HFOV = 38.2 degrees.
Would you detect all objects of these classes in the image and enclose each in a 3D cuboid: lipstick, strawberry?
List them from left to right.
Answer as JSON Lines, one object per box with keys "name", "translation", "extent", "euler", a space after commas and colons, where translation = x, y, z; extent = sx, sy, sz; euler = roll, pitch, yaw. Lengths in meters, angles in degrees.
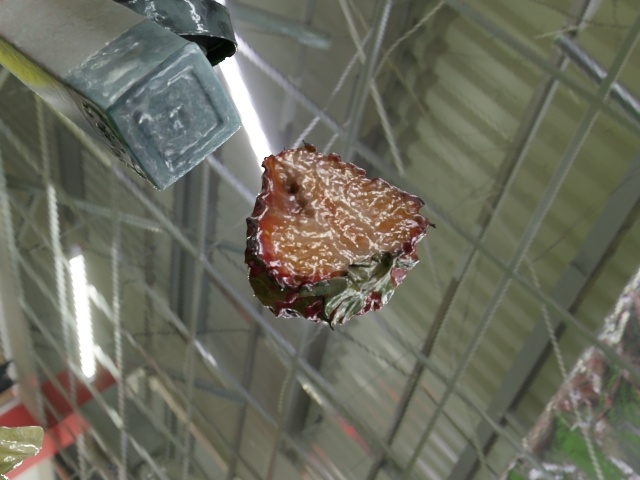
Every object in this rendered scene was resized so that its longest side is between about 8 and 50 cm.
{"name": "lipstick", "translation": [-0.171, -0.130, 0.630], "extent": [0.317, 0.068, 0.066], "euler": [34, -19, 45]}
{"name": "strawberry", "translation": [-0.008, 0.012, 1.313], "extent": [0.280, 0.253, 0.150], "euler": [32, -35, 31]}

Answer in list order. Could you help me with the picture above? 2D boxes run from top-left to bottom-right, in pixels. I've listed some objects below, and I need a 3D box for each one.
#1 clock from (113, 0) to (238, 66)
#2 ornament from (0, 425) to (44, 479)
{"name": "clock", "translation": [-0.205, -0.215, 1.024], "extent": [0.226, 0.226, 0.049], "euler": [-15, -94, 58]}
{"name": "ornament", "translation": [-0.258, 0.147, 0.575], "extent": [0.180, 0.201, 0.059], "euler": [39, 48, -73]}
